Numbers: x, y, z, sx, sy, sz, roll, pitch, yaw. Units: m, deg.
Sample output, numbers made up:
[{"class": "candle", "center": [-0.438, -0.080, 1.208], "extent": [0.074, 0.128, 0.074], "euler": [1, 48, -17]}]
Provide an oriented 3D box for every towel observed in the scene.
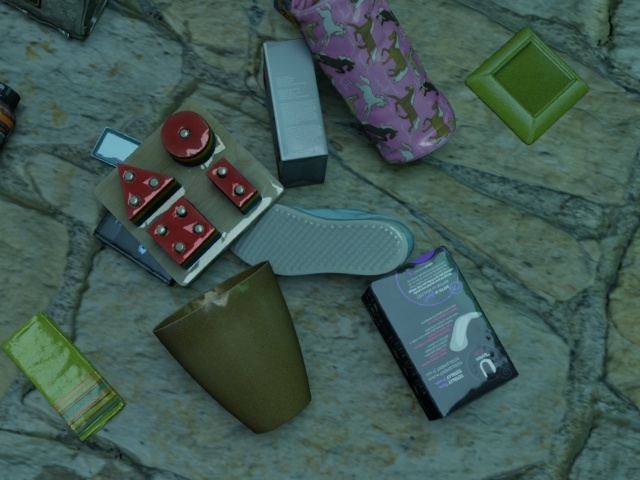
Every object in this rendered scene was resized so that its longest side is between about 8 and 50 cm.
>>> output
[{"class": "towel", "center": [-0.468, 0.244, 1.817], "extent": [0.102, 0.021, 0.237], "euler": [-42, 82, -13]}]

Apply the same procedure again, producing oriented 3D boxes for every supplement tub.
[{"class": "supplement tub", "center": [-0.641, -0.204, 1.873], "extent": [0.106, 0.106, 0.198], "euler": [28, 76, 3]}]

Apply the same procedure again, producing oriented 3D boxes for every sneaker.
[{"class": "sneaker", "center": [0.000, 0.000, 1.874], "extent": [0.365, 0.150, 0.135], "euler": [10, 98, 19]}]

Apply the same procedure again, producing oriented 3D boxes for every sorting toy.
[{"class": "sorting toy", "center": [-0.244, -0.096, 1.799], "extent": [0.257, 0.089, 0.255], "euler": [-44, 78, -4]}]

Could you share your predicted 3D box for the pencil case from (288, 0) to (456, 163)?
[{"class": "pencil case", "center": [0.103, -0.322, 1.845], "extent": [0.386, 0.167, 0.160], "euler": [55, 37, -29]}]

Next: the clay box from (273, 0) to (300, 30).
[{"class": "clay box", "center": [0.003, -0.430, 1.966], "extent": [0.222, 0.127, 0.053], "euler": [44, 78, 7]}]

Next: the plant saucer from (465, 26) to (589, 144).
[{"class": "plant saucer", "center": [0.421, -0.320, 2.013], "extent": [0.188, 0.045, 0.188], "euler": [-42, 83, -12]}]

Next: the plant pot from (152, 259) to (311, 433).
[{"class": "plant pot", "center": [-0.129, 0.202, 1.768], "extent": [0.237, 0.237, 0.254], "euler": [-32, 96, -11]}]

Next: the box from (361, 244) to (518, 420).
[{"class": "box", "center": [0.212, 0.171, 1.823], "extent": [0.165, 0.143, 0.270], "euler": [-27, 80, -9]}]

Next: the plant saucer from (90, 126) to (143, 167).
[{"class": "plant saucer", "center": [-0.341, -0.151, 1.928], "extent": [0.192, 0.018, 0.067], "euler": [24, 76, 1]}]

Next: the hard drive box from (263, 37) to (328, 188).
[{"class": "hard drive box", "center": [-0.049, -0.236, 1.887], "extent": [0.089, 0.181, 0.232], "euler": [-8, 76, -5]}]

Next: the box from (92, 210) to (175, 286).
[{"class": "box", "center": [-0.291, -0.052, 1.877], "extent": [0.175, 0.051, 0.220], "euler": [34, 83, 4]}]

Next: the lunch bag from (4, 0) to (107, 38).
[{"class": "lunch bag", "center": [-0.509, -0.556, 1.923], "extent": [0.235, 0.169, 0.287], "euler": [27, 107, 2]}]
